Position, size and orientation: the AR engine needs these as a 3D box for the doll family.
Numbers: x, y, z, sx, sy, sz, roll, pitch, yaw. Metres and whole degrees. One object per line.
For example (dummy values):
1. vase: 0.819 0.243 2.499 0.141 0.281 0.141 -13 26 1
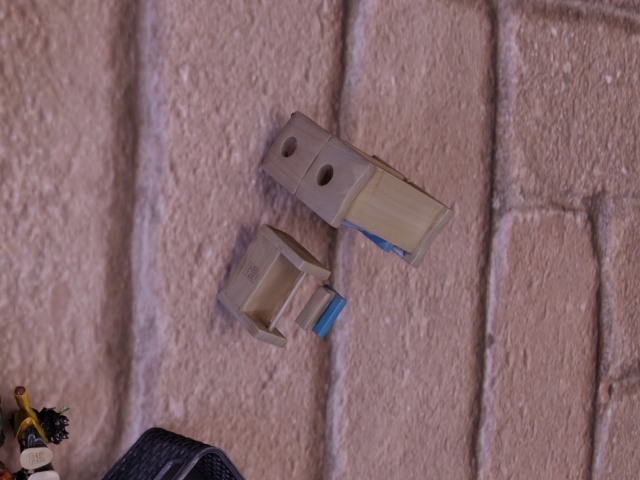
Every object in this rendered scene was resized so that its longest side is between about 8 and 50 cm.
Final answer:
1. doll family: -0.221 0.183 0.849 0.076 0.111 0.193 -11 105 -17

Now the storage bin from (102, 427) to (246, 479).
1. storage bin: -0.113 0.266 0.969 0.122 0.084 0.180 -50 125 -28

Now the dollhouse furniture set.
1. dollhouse furniture set: 0.000 0.000 1.042 0.129 0.129 0.183 26 101 -43
